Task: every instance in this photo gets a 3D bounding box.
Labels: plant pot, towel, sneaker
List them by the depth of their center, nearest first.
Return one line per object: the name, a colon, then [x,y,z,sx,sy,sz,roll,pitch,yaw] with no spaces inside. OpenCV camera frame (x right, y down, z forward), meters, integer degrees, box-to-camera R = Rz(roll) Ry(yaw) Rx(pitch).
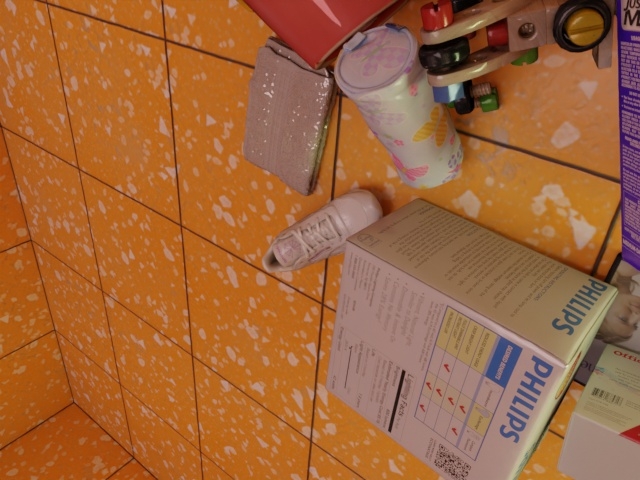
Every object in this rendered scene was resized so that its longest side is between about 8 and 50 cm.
plant pot: [-0.003,-0.406,0.801,0.275,0.275,0.243,-28,104,47]
towel: [-0.065,-0.238,1.088,0.187,0.049,0.282,34,132,24]
sneaker: [0.000,0.000,1.092,0.305,0.152,0.114,-30,90,46]

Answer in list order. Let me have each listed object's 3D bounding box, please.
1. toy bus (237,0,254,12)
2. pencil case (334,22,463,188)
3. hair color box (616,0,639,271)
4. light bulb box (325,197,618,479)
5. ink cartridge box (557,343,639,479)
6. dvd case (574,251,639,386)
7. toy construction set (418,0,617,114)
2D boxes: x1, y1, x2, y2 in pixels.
toy bus: [-0.225,-0.548,0.992,0.333,0.130,0.108,45,136,13]
pencil case: [0.121,-0.183,0.804,0.124,0.113,0.273,32,174,38]
hair color box: [0.429,-0.125,0.578,0.185,0.110,0.338,-15,116,1]
light bulb box: [0.224,0.177,0.924,0.361,0.225,0.357,30,131,31]
ink cartridge box: [0.443,0.264,0.793,0.128,0.176,0.127,21,129,34]
dvd case: [0.492,0.157,0.831,0.180,0.022,0.253,27,130,28]
toy construction set: [0.247,-0.320,0.667,0.237,0.257,0.308,-5,102,25]
